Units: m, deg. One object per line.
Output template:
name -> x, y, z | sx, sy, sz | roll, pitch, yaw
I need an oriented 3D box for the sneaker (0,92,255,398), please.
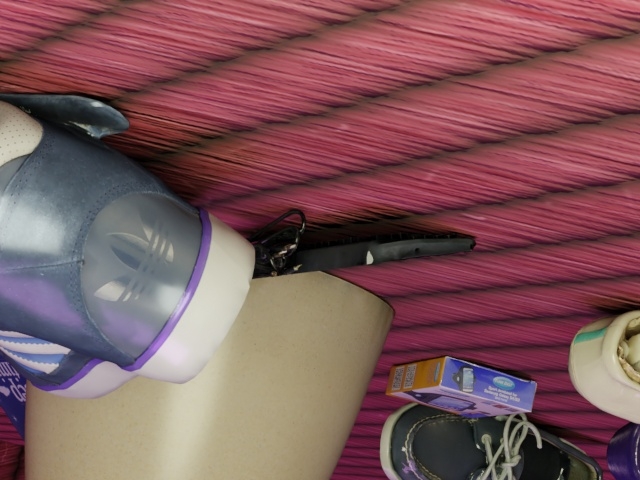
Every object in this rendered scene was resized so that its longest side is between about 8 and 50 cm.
sneaker -> -0.190, -0.010, 1.034 | 0.236, 0.130, 0.323 | 27, 169, -19

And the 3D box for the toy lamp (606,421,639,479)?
toy lamp -> 0.295, 0.154, 1.345 | 0.080, 0.080, 0.274 | 17, 168, -19

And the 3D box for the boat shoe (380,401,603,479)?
boat shoe -> 0.154, 0.196, 1.649 | 0.079, 0.095, 0.254 | 4, 166, 44

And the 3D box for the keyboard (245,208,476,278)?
keyboard -> 0.000, 0.000, 1.089 | 0.100, 0.038, 0.192 | -7, 179, -31

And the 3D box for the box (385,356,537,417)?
box -> 0.114, 0.118, 1.496 | 0.081, 0.028, 0.136 | 17, 169, -16

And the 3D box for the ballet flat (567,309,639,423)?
ballet flat -> 0.271, 0.095, 1.117 | 0.248, 0.086, 0.086 | 15, 168, -6

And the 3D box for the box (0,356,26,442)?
box -> -0.222, 0.108, 1.462 | 0.225, 0.036, 0.136 | 58, 152, -13

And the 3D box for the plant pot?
plant pot -> -0.102, 0.154, 1.296 | 0.256, 0.274, 0.256 | 12, 167, 3
